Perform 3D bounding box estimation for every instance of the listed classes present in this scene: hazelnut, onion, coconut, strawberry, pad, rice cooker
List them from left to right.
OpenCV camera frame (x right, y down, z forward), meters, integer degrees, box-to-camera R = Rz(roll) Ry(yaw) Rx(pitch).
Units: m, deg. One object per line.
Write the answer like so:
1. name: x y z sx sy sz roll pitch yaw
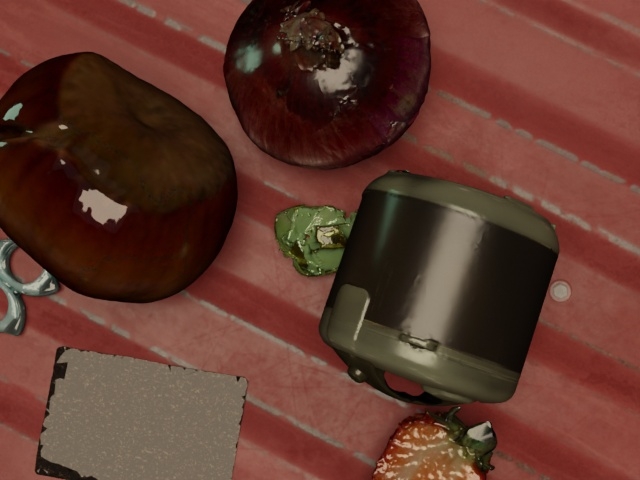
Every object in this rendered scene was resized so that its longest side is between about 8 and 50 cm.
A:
1. hazelnut: -0.335 -0.083 1.583 0.409 0.359 0.359 36 88 13
2. pad: -0.297 0.308 1.711 0.330 0.004 0.220 10 86 3
3. coconut: -0.001 -0.002 1.697 0.158 0.055 0.133 16 87 5
4. onion: 0.002 -0.290 1.611 0.347 0.285 0.348 -2 79 12
5. strawberry: 0.171 0.375 1.637 0.188 0.106 0.286 41 102 4
6. rice cooker: 0.174 0.087 1.560 0.335 0.335 0.325 17 86 4

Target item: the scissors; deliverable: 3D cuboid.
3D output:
1. scissors: -0.602 0.001 1.738 0.360 0.029 0.191 42 90 5
